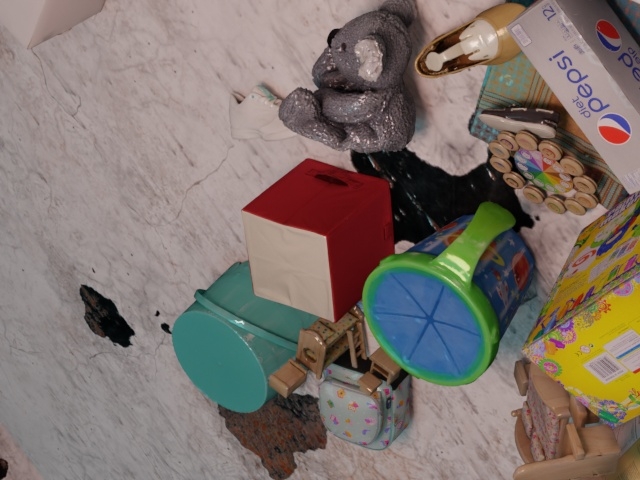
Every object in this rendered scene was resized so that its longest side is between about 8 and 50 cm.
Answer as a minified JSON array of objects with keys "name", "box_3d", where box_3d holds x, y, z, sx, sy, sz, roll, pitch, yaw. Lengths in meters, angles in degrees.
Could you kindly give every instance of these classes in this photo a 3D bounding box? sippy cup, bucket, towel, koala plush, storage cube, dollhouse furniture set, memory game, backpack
[{"name":"sippy cup","box_3d":[0.222,0.077,1.842,0.305,0.224,0.240,-19,106,47]},{"name":"bucket","box_3d":[-0.146,0.191,2.280,0.281,0.183,0.281,23,133,27]},{"name":"towel","box_3d":[0.363,-0.236,1.621,0.271,0.040,0.370,31,137,20]},{"name":"koala plush","box_3d":[0.075,-0.260,1.754,0.203,0.196,0.221,27,136,6]},{"name":"storage cube","box_3d":[0.000,0.000,2.001,0.184,0.193,0.215,18,130,31]},{"name":"dollhouse furniture set","box_3d":[0.033,0.214,2.000,0.161,0.182,0.101,34,139,23]},{"name":"dollhouse furniture set","box_3d":[0.305,0.270,1.777,0.174,0.355,0.303,-8,137,-4]},{"name":"memory game","box_3d":[0.331,-0.098,1.720,0.186,0.012,0.186,32,160,13]},{"name":"backpack","box_3d":[0.085,0.313,2.209,0.166,0.144,0.188,13,131,27]}]

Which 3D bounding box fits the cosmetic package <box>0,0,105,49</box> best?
[{"name":"cosmetic package","box_3d":[-0.441,-0.522,1.982,0.155,0.197,0.365,46,138,3]}]

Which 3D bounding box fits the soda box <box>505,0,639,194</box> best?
[{"name":"soda box","box_3d":[0.378,-0.208,1.525,0.286,0.098,0.091,52,140,-6]}]

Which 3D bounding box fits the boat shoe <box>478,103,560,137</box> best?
[{"name":"boat shoe","box_3d":[0.290,-0.179,1.678,0.125,0.038,0.046,14,167,40]}]

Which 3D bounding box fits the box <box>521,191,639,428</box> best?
[{"name":"box","box_3d":[0.464,0.055,1.558,0.177,0.279,0.290,40,140,-5]}]

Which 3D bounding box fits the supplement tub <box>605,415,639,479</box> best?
[{"name":"supplement tub","box_3d":[0.559,0.335,1.745,0.228,0.228,0.316,39,138,11]}]

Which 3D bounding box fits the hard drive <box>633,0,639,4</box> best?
[{"name":"hard drive","box_3d":[0.347,-0.446,1.425,0.339,0.064,0.236,31,126,21]}]

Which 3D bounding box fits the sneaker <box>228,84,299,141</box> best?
[{"name":"sneaker","box_3d":[-0.086,-0.225,1.999,0.212,0.080,0.094,3,110,41]}]

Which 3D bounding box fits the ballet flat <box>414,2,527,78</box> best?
[{"name":"ballet flat","box_3d":[0.215,-0.275,1.651,0.232,0.073,0.080,-18,98,62]}]

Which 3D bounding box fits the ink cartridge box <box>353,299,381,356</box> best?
[{"name":"ink cartridge box","box_3d":[0.123,0.149,2.084,0.090,0.092,0.143,8,125,38]}]
